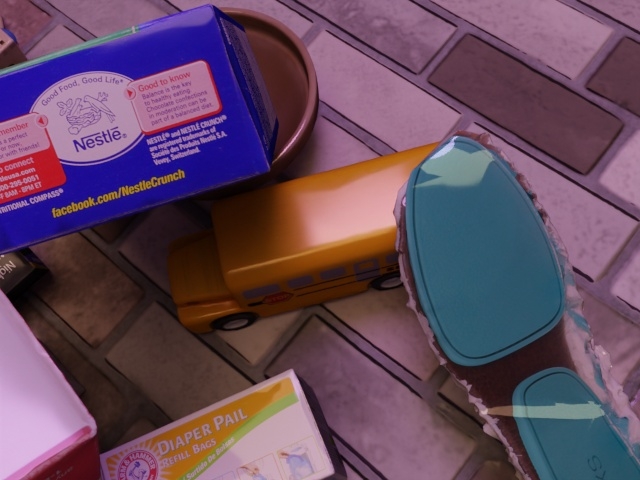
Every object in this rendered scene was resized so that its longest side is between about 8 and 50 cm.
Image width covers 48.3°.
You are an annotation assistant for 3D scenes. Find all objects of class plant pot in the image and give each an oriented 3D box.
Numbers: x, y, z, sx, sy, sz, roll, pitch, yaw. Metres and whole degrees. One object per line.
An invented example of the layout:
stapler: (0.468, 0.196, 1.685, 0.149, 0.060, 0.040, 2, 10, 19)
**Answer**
plant pot: (-0.115, -0.143, 0.835, 0.237, 0.110, 0.237, -2, 69, 6)

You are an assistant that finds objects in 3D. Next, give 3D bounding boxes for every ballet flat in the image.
ballet flat: (0.179, 0.103, 0.649, 0.147, 0.147, 0.409, -23, 87, -1)

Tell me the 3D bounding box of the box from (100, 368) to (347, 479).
box: (-0.090, 0.220, 0.690, 0.203, 0.114, 0.103, -24, 67, 0)

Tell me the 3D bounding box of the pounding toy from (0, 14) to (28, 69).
pounding toy: (-0.432, -0.252, 0.921, 0.130, 0.141, 0.100, 41, 79, 5)

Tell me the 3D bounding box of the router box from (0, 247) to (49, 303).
router box: (-0.506, 0.048, 0.785, 0.309, 0.081, 0.243, -44, 94, -9)

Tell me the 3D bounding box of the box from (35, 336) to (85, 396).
box: (-0.345, 0.155, 0.720, 0.091, 0.170, 0.130, 40, 78, 19)

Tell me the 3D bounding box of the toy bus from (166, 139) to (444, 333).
toy bus: (0.000, 0.000, 0.753, 0.332, 0.130, 0.108, -15, 68, 2)

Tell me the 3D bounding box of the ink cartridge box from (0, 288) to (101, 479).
ink cartridge box: (-0.318, 0.238, 0.534, 0.279, 0.385, 0.160, -33, 68, -33)

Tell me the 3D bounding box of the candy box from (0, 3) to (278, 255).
candy box: (-0.179, -0.096, 0.598, 0.268, 0.317, 0.122, -17, 104, 1)
